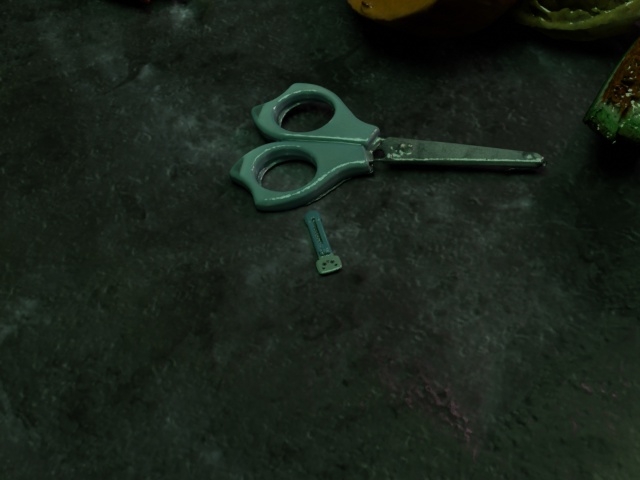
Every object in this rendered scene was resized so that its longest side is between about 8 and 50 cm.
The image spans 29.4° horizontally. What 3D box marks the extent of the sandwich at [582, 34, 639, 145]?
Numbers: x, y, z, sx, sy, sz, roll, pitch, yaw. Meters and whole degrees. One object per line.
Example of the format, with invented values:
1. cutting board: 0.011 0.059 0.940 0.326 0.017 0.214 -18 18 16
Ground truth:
1. sandwich: 0.377 -0.192 1.357 0.079 0.159 0.235 34 29 5

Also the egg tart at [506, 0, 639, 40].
1. egg tart: 0.321 -0.380 1.471 0.290 0.107 0.291 -14 66 35

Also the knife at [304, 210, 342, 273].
1. knife: 0.000 0.000 1.336 0.027 0.010 0.096 -16 47 -4

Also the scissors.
1. scissors: 0.079 -0.100 1.402 0.360 0.029 0.191 6 54 13

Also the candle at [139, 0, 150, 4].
1. candle: -0.315 -0.386 1.715 0.301 0.059 0.084 18 42 23

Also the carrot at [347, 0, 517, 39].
1. carrot: 0.136 -0.381 1.518 0.258 0.100 0.307 -49 46 16
